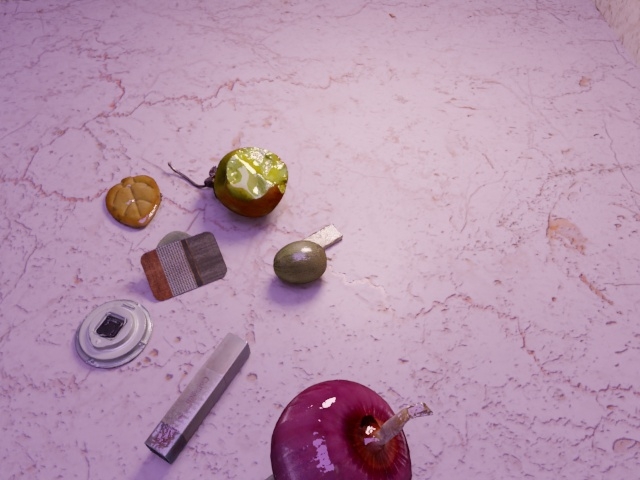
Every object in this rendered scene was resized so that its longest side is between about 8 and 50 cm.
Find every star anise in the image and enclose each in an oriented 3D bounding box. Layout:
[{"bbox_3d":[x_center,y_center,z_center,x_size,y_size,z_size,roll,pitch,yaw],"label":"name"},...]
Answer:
[{"bbox_3d":[-0.457,-0.216,2.028,0.227,0.148,0.219,-16,85,22],"label":"star anise"}]

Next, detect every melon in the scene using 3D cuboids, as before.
[{"bbox_3d":[-0.057,0.069,1.768,0.192,0.139,0.139,-7,53,-7],"label":"melon"}]

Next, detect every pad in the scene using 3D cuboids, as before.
[{"bbox_3d":[-0.465,0.005,1.770,0.249,0.324,0.055,-21,16,-14],"label":"pad"}]

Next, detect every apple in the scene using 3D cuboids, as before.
[{"bbox_3d":[-0.245,-0.204,1.903,0.226,0.246,0.246,20,45,-31],"label":"apple"}]

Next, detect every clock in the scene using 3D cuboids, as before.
[{"bbox_3d":[-0.633,0.270,1.679,0.236,0.053,0.237,0,52,0],"label":"clock"}]

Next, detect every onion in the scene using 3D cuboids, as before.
[{"bbox_3d":[0.056,0.491,1.301,0.357,0.345,0.359,6,41,-5],"label":"onion"}]

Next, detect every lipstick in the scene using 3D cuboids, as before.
[{"bbox_3d":[-0.331,0.428,1.533,0.076,0.080,0.372,24,57,19],"label":"lipstick"}]

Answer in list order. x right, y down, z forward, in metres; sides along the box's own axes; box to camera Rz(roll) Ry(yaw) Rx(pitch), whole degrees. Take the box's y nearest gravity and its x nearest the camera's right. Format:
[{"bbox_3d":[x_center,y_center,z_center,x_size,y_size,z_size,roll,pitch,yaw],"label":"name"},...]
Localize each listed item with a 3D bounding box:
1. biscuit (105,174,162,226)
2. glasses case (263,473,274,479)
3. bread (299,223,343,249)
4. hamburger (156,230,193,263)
[{"bbox_3d":[-0.675,-0.145,2.003,0.202,0.041,0.260,-21,53,-15],"label":"biscuit"},{"bbox_3d":[-0.118,0.654,1.353,0.308,0.083,0.128,-31,57,-21],"label":"glasses case"},{"bbox_3d":[0.000,0.000,1.888,0.153,0.028,0.068,-30,58,-21],"label":"bread"},{"bbox_3d":[-0.476,0.032,1.852,0.139,0.063,0.133,19,52,16],"label":"hamburger"}]
